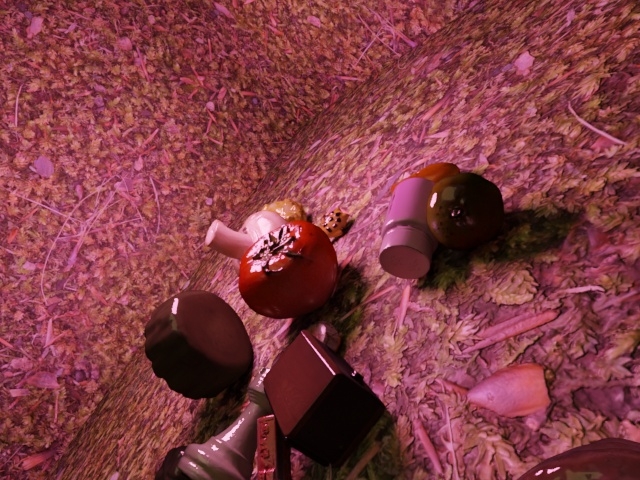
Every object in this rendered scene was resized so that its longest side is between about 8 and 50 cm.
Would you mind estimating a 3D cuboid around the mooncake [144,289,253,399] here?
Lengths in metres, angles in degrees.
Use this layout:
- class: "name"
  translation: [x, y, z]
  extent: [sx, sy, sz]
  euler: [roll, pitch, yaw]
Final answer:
- class: "mooncake"
  translation: [-0.405, 0.340, 1.379]
  extent: [0.194, 0.356, 0.356]
  euler: [-41, 23, 12]

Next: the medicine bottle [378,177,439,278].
- class: "medicine bottle"
  translation: [0.240, -0.035, 1.082]
  extent: [0.152, 0.152, 0.255]
  euler: [-25, 32, 44]

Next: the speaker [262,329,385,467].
- class: "speaker"
  translation: [-0.004, 0.336, 0.914]
  extent: [0.193, 0.153, 0.231]
  euler: [-51, 22, -5]

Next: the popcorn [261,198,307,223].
- class: "popcorn"
  translation: [-0.180, -0.087, 1.889]
  extent: [0.255, 0.195, 0.255]
  euler: [-18, 38, 18]

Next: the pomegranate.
- class: "pomegranate"
  translation: [0.340, -0.071, 0.967]
  extent: [0.179, 0.180, 0.209]
  euler: [-34, -5, 31]

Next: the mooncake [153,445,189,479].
- class: "mooncake"
  translation: [-0.398, 0.669, 1.160]
  extent: [0.175, 0.104, 0.169]
  euler: [-42, 28, 22]

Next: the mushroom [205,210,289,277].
- class: "mushroom"
  translation: [-0.262, 0.025, 1.682]
  extent: [0.315, 0.355, 0.315]
  euler: [25, -90, -84]

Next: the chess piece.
- class: "chess piece"
  translation: [-0.181, 0.467, 1.007]
  extent: [0.194, 0.195, 0.299]
  euler: [-18, 29, 51]

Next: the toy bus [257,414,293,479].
- class: "toy bus"
  translation: [-0.100, 0.479, 0.886]
  extent: [0.064, 0.077, 0.192]
  euler: [-20, 52, 17]

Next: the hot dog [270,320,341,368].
- class: "hot dog"
  translation: [-0.046, 0.317, 1.143]
  extent: [0.252, 0.069, 0.131]
  euler: [-42, 32, 21]

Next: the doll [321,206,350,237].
- class: "doll"
  translation: [0.000, -0.001, 1.551]
  extent: [0.117, 0.086, 0.291]
  euler: [36, 85, 38]

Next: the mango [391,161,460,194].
- class: "mango"
  translation: [0.316, -0.164, 1.228]
  extent: [0.217, 0.102, 0.141]
  euler: [-25, 8, 38]

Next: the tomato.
- class: "tomato"
  translation: [-0.084, 0.103, 1.306]
  extent: [0.341, 0.273, 0.342]
  euler: [-25, 30, 16]

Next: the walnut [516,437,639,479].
- class: "walnut"
  translation: [0.281, 0.307, 0.396]
  extent: [0.224, 0.224, 0.224]
  euler: [-39, 24, 21]
